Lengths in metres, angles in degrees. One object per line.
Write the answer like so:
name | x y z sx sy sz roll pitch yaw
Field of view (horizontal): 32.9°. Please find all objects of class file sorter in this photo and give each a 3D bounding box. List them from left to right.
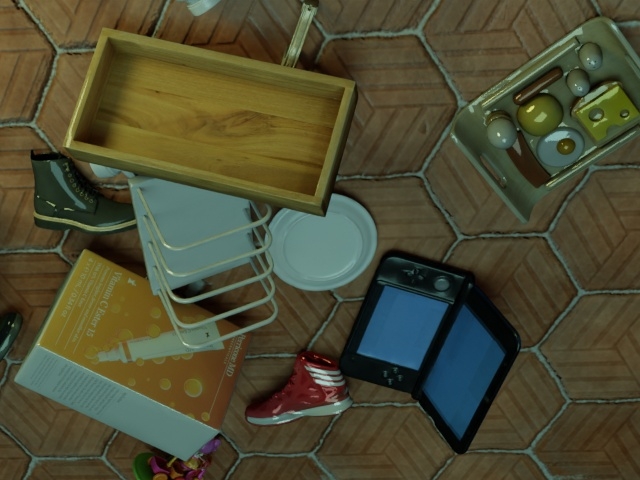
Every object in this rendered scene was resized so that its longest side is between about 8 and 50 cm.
file sorter | -0.179 0.021 1.772 0.192 0.173 0.278 -19 142 -15

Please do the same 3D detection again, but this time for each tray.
tray | -0.166 -0.182 1.666 0.410 0.203 0.076 14 167 9

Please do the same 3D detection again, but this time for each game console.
game console | 0.187 0.204 1.943 0.250 0.173 0.293 16 121 -7

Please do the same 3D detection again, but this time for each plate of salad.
plate of salad | 0.000 0.000 1.900 0.199 0.048 0.200 -4 121 -6

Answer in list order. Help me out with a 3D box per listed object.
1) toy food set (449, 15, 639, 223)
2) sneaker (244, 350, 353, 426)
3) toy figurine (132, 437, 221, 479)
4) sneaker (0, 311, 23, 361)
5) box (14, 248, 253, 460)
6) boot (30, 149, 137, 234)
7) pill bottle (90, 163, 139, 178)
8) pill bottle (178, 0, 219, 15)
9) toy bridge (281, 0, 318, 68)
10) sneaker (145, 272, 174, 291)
toy food set | 0.391 -0.184 1.732 0.306 0.092 0.220 -34 114 23
sneaker | -0.053 0.277 2.077 0.221 0.087 0.128 -13 101 15
toy figurine | -0.260 0.429 2.162 0.173 0.130 0.159 26 113 -38
sneaker | -0.665 0.189 2.038 0.227 0.087 0.130 -33 121 28
box | -0.329 0.208 1.929 0.345 0.215 0.168 28 141 -14
boot | -0.404 -0.086 1.860 0.197 0.077 0.137 0 117 2
pill bottle | -0.283 -0.161 1.778 0.186 0.112 0.112 -10 121 10
pill bottle | -0.210 -0.417 1.627 0.086 0.086 0.152 -29 116 20
toy bridge | -0.048 -0.288 1.712 0.026 0.063 0.188 20 121 -9
sneaker | -0.277 0.062 1.946 0.061 0.065 0.158 26 120 -12
